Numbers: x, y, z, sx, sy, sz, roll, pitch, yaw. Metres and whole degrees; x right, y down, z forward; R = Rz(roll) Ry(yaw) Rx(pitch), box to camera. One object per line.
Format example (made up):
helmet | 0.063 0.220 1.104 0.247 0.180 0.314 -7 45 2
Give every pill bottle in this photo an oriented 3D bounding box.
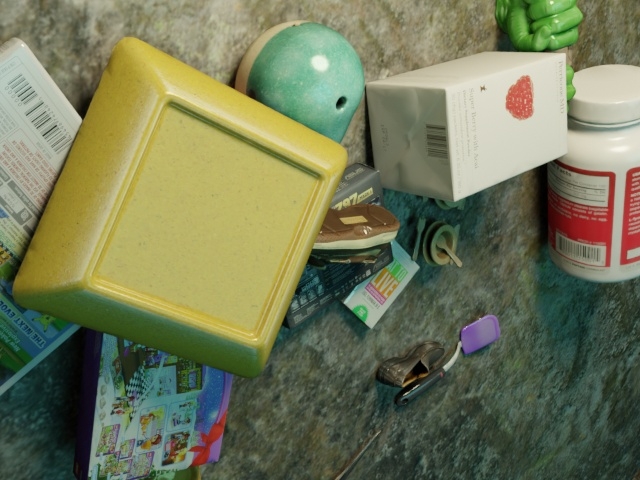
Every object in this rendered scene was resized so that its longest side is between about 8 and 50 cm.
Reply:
pill bottle | 0.581 -0.134 1.587 0.229 0.229 0.407 -32 129 -28

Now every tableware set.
tableware set | 0.234 -0.045 1.420 0.128 0.039 0.194 6 95 -44

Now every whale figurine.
whale figurine | -0.015 -0.162 1.081 0.216 0.141 0.272 -25 128 -33

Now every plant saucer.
plant saucer | -0.137 -0.022 0.921 0.333 0.081 0.332 24 86 -28

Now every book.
book | 0.102 0.074 1.390 0.144 0.035 0.096 -52 132 -8

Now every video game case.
video game case | -0.364 -0.010 0.889 0.300 0.036 0.329 -42 132 -15

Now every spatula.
spatula | 0.266 0.253 1.627 0.296 0.030 0.084 -35 129 -25

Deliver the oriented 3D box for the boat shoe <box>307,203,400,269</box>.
boat shoe | 0.004 0.005 1.137 0.257 0.095 0.095 1 128 -36

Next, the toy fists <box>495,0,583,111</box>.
toy fists | 0.375 -0.327 1.362 0.096 0.142 0.279 -24 124 -33

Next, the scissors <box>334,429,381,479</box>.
scissors | 0.022 0.497 1.531 0.297 0.021 0.109 -37 129 -25

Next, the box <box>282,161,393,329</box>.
box | 0.006 0.007 1.243 0.233 0.059 0.183 -33 129 -26

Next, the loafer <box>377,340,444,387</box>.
loafer | 0.191 0.249 1.532 0.170 0.061 0.062 -22 123 -35

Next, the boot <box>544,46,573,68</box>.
boot | 0.448 -0.342 1.497 0.118 0.042 0.087 -8 118 -40

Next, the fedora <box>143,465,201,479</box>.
fedora | -0.237 0.359 1.175 0.194 0.079 0.194 -21 124 -35

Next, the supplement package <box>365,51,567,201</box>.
supplement package | 0.245 -0.196 1.266 0.293 0.175 0.177 -23 114 -34

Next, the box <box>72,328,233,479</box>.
box | -0.214 0.182 1.044 0.201 0.057 0.293 -3 113 -37
